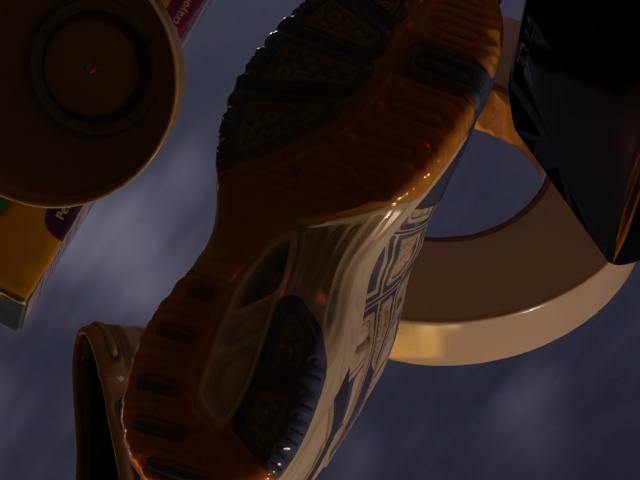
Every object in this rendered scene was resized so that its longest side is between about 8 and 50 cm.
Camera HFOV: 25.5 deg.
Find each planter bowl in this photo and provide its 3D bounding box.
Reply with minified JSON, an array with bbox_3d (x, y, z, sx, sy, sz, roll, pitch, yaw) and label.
[{"bbox_3d":[-0.158,-0.109,0.907,0.162,0.109,0.162,1,-79,8],"label":"planter bowl"}]

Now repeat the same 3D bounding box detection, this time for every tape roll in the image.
[{"bbox_3d":[0.113,-0.061,1.320,0.392,0.392,0.072,36,-27,30],"label":"tape roll"}]

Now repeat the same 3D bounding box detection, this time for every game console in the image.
[{"bbox_3d":[0.203,-0.017,0.690,0.213,0.044,0.361,92,-27,-54],"label":"game console"}]

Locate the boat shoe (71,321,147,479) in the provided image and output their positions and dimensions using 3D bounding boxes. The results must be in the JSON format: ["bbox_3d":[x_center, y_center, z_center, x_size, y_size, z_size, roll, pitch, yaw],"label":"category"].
[{"bbox_3d":[-0.124,0.194,0.881,0.105,0.089,0.285,-15,-111,51],"label":"boat shoe"}]

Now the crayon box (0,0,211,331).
[{"bbox_3d":[-0.289,-0.163,1.131,0.313,0.106,0.362,29,-112,-5],"label":"crayon box"}]

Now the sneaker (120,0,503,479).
[{"bbox_3d":[0.000,0.000,0.699,0.112,0.131,0.296,25,-102,19],"label":"sneaker"}]

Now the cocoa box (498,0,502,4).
[{"bbox_3d":[0.043,-0.410,1.363,0.347,0.231,0.228,14,-46,10],"label":"cocoa box"}]
